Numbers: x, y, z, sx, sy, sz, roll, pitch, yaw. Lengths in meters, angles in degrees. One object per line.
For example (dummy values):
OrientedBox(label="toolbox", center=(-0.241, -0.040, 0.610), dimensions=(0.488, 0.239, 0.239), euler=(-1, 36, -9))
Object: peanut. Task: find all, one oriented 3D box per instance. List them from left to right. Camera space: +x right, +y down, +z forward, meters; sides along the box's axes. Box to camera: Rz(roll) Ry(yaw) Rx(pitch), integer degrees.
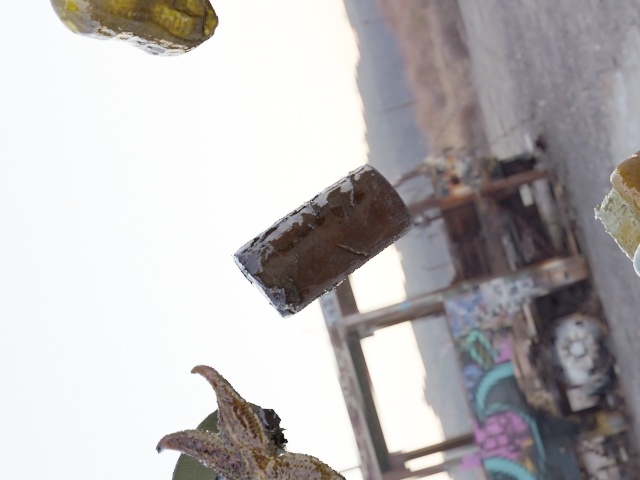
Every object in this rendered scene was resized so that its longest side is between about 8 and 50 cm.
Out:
OrientedBox(label="peanut", center=(-0.178, -0.226, 1.220), dimensions=(0.206, 0.087, 0.087), euler=(3, -113, -56))

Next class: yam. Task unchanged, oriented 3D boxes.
OrientedBox(label="yam", center=(0.001, 0.001, 1.064), dimensions=(0.079, 0.141, 0.079), euler=(51, 169, 14))

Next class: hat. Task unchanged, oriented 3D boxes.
OrientedBox(label="hat", center=(-0.079, 0.356, 1.754), dimensions=(0.257, 0.130, 0.257), euler=(-13, -73, -53))

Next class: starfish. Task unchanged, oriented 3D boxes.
OrientedBox(label="starfish", center=(-0.063, 0.215, 1.187), dimensions=(0.043, 0.227, 0.240), euler=(-48, -61, -47))

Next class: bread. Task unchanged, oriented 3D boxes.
OrientedBox(label="bread", center=(0.471, -0.008, 1.640), dimensions=(0.245, 0.121, 0.174), euler=(52, -145, 13))

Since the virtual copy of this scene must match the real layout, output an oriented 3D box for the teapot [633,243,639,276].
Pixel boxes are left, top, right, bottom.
OrientedBox(label="teapot", center=(0.400, 0.012, 1.225), dimensions=(0.220, 0.318, 0.149), euler=(23, -113, -39))
